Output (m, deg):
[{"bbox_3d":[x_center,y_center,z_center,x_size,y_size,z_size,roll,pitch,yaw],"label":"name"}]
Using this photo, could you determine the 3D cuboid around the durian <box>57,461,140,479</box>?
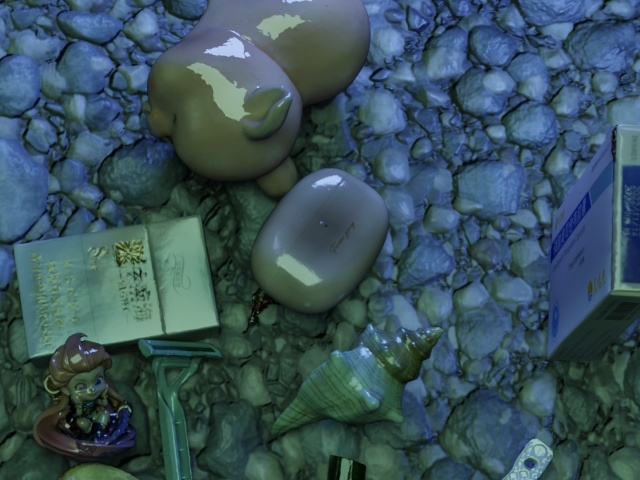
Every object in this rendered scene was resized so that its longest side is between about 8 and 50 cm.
[{"bbox_3d":[-0.257,0.299,1.758,0.130,0.066,0.052,16,73,-7],"label":"durian"}]

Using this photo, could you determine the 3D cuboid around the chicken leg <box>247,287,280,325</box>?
[{"bbox_3d":[-0.067,0.074,1.855,0.083,0.021,0.036,-35,87,-11],"label":"chicken leg"}]

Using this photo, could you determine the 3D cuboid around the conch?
[{"bbox_3d":[0.053,0.178,1.769,0.234,0.137,0.114,-35,61,-18],"label":"conch"}]

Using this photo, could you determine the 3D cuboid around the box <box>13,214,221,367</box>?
[{"bbox_3d":[-0.256,0.064,1.826,0.243,0.067,0.155,-11,76,-5],"label":"box"}]

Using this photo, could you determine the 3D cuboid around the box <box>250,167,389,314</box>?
[{"bbox_3d":[0.000,0.000,1.836,0.146,0.088,0.200,35,63,5],"label":"box"}]

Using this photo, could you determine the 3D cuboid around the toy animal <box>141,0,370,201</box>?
[{"bbox_3d":[-0.076,-0.214,1.856,0.326,0.237,0.269,-22,64,-11],"label":"toy animal"}]

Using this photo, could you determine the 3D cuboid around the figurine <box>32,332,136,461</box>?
[{"bbox_3d":[-0.295,0.193,1.757,0.126,0.114,0.157,-19,94,-24],"label":"figurine"}]

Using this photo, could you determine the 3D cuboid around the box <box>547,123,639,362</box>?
[{"bbox_3d":[0.337,0.014,1.722,0.065,0.343,0.200,6,73,-1],"label":"box"}]

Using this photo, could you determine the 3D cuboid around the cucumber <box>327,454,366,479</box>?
[{"bbox_3d":[0.029,0.319,1.774,0.048,0.048,0.105,5,78,-1],"label":"cucumber"}]

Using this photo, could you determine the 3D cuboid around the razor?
[{"bbox_3d":[-0.176,0.263,1.780,0.111,0.056,0.277,7,76,-42],"label":"razor"}]

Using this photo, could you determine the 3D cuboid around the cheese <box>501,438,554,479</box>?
[{"bbox_3d":[0.208,0.351,1.768,0.127,0.054,0.251,36,74,9],"label":"cheese"}]
